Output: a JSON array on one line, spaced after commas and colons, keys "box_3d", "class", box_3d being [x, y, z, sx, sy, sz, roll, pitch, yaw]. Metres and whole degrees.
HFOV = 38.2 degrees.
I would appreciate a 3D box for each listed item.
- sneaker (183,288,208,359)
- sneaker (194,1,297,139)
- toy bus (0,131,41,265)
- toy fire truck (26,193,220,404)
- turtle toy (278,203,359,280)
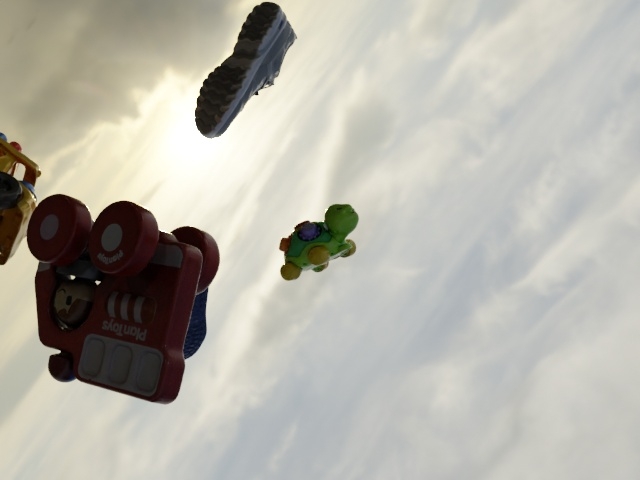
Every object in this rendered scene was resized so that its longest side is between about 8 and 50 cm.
[{"box_3d": [-0.246, 0.115, 1.652, 0.090, 0.081, 0.232, -115, -147, -43], "class": "sneaker"}, {"box_3d": [-0.129, -0.303, 1.744, 0.105, 0.115, 0.281, 33, -91, 41], "class": "sneaker"}, {"box_3d": [-0.528, -0.094, 1.485, 0.149, 0.220, 0.211, -56, 178, 32], "class": "toy bus"}, {"box_3d": [-0.295, 0.082, 1.288, 0.302, 0.169, 0.254, 6, -101, 34], "class": "toy fire truck"}, {"box_3d": [0.000, 0.000, 1.201, 0.130, 0.066, 0.095, -30, 172, 31], "class": "turtle toy"}]
